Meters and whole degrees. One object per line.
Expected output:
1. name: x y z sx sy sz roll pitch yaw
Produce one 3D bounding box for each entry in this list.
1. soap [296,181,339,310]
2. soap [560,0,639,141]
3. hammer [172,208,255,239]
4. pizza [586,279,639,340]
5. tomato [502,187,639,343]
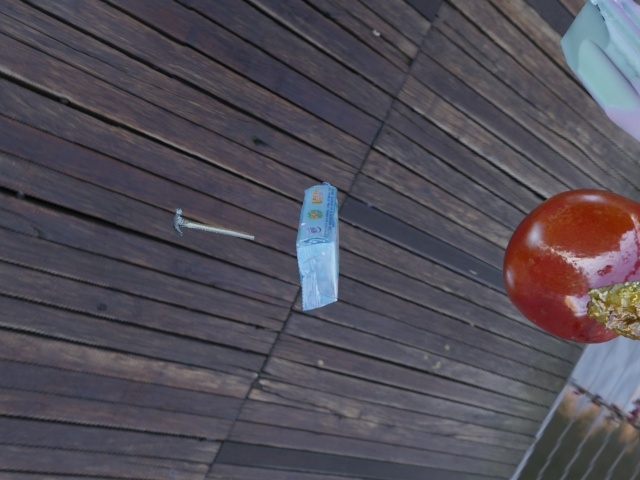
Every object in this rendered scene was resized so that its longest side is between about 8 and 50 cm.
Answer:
1. soap: 0.000 0.000 1.190 0.077 0.293 0.156 -2 123 4
2. soap: 0.570 -0.292 1.002 0.192 0.324 0.109 -8 148 -20
3. hammer: -0.234 -0.023 1.255 0.181 0.062 0.017 12 145 -11
4. pizza: 0.436 0.082 0.706 0.225 0.335 0.086 -8 78 -3
5. tomato: 0.550 0.054 1.193 0.290 0.293 0.325 -44 151 -22
